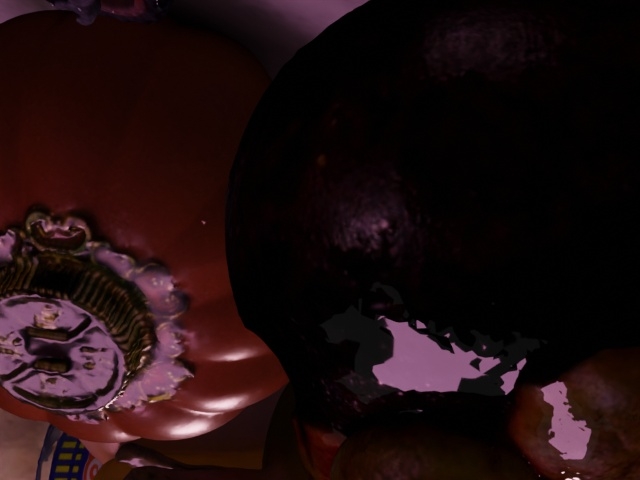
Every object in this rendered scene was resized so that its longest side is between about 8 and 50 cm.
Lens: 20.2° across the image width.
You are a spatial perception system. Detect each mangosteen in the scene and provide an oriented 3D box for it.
[{"bbox_3d":[0.067,0.030,0.638,0.211,0.250,0.211,1,163,0],"label":"mangosteen"}]

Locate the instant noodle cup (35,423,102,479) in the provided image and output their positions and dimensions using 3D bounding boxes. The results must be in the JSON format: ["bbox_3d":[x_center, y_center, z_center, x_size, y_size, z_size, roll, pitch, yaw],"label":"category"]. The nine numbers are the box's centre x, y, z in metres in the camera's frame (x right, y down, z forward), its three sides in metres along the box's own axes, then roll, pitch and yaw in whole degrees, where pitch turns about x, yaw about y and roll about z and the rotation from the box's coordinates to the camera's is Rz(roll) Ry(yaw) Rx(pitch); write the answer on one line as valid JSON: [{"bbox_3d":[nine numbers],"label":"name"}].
[{"bbox_3d":[-0.073,0.244,1.703,0.284,0.284,0.312,30,156,-34],"label":"instant noodle cup"}]

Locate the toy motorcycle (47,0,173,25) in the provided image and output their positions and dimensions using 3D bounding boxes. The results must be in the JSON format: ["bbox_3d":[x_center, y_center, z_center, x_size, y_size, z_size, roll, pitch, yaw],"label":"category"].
[{"bbox_3d":[-0.134,-0.139,0.640,0.215,0.080,0.122,32,163,-25],"label":"toy motorcycle"}]

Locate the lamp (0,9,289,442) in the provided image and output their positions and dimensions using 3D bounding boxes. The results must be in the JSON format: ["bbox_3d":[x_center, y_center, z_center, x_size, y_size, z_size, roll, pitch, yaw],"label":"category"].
[{"bbox_3d":[-0.096,-0.006,0.851,0.223,0.196,0.223,8,127,11],"label":"lamp"}]

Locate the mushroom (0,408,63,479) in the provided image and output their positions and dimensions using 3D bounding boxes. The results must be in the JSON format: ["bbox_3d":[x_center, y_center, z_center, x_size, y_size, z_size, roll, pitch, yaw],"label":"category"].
[{"bbox_3d":[-0.252,0.255,1.997,0.336,0.314,0.314,-13,151,28],"label":"mushroom"}]

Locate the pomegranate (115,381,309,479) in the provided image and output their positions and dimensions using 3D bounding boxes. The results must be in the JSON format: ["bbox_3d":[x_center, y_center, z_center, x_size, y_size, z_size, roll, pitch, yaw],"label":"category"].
[{"bbox_3d":[0.060,0.179,1.045,0.291,0.323,0.291,50,155,33],"label":"pomegranate"}]

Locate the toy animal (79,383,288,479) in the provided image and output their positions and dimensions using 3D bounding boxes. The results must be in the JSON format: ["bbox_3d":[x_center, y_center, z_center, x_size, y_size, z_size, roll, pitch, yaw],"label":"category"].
[{"bbox_3d":[-0.098,0.200,1.289,0.345,0.277,0.247,40,136,12],"label":"toy animal"}]
